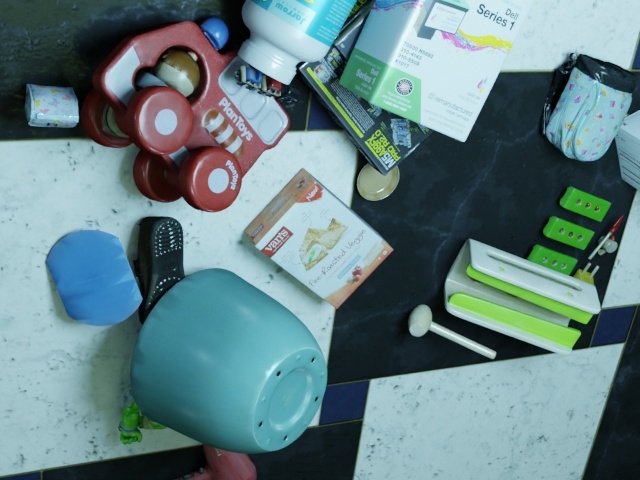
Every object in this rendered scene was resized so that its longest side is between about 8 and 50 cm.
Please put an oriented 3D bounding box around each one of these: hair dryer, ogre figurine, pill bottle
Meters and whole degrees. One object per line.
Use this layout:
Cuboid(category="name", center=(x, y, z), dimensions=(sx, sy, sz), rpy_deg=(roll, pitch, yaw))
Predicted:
Cuboid(category="hair dryer", center=(-0.235, 0.478, 1.846), dimensions=(0.223, 0.080, 0.294), rpy_deg=(8, 114, -27))
Cuboid(category="ogre figurine", center=(-0.281, 0.286, 1.706), dimensions=(0.197, 0.097, 0.118), rpy_deg=(-12, 135, -4))
Cuboid(category="pill bottle", center=(-0.022, -0.370, 1.401), dimensions=(0.146, 0.146, 0.264), rpy_deg=(23, 104, -33))

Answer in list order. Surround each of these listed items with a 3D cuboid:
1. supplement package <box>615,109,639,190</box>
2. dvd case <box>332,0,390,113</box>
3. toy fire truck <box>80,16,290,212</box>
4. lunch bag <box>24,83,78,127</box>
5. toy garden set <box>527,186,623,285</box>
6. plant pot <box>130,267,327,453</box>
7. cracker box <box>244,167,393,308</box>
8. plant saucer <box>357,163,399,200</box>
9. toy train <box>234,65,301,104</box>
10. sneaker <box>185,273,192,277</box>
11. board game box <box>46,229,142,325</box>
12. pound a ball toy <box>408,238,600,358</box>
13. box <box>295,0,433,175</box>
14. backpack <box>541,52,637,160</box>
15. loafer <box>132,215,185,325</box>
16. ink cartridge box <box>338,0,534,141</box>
Cuboid(category="supplement package", center=(0.746, -0.191, 1.823), dimensions=(0.261, 0.204, 0.145), rpy_deg=(-28, 125, -6))
Cuboid(category="dvd case", center=(0.145, -0.335, 1.507), dimensions=(0.221, 0.018, 0.164), rpy_deg=(-45, 125, -1))
Cuboid(category="toy fire truck", center=(-0.198, -0.202, 1.438), dimensions=(0.254, 0.169, 0.302), rpy_deg=(-54, 128, -21))
Cuboid(category="lunch bag", center=(-0.396, -0.194, 1.380), dimensions=(0.071, 0.083, 0.053), rpy_deg=(0, 118, -25))
Cuboid(category="toy garden set", center=(0.523, 0.018, 1.944), dimensions=(0.203, 0.049, 0.244), rpy_deg=(17, 109, -29))
Cuboid(category="plant pot", center=(-0.133, 0.221, 1.579), dimensions=(0.293, 0.235, 0.293), rpy_deg=(-28, 128, -42))
Cuboid(category="cracker box", center=(0.000, 0.000, 1.682), dimensions=(0.156, 0.067, 0.232), rpy_deg=(-47, 125, 6))
Cuboid(category="plant saucer", center=(0.102, -0.113, 1.694), dimensions=(0.083, 0.015, 0.084), rpy_deg=(-11, 121, -18))
Cuboid(category="toy train", center=(-0.079, -0.242, 1.468), dimensions=(0.158, 0.036, 0.027), rpy_deg=(11, 74, -56))
Cuboid(category="sneaker", center=(-0.246, 0.096, 1.649), dimensions=(0.083, 0.032, 0.037), rpy_deg=(-32, 131, -1))
Cuboid(category="board game box", center=(-0.372, 0.059, 1.555), dimensions=(0.133, 0.033, 0.169), rpy_deg=(-15, 106, 9))
Cuboid(category="pound a ball toy", center=(0.354, 0.126, 1.855), dimensions=(0.319, 0.136, 0.208), rpy_deg=(20, 122, -6))
Cuboid(category="box", center=(0.104, -0.273, 1.566), dimensions=(0.216, 0.060, 0.270), rpy_deg=(-43, 126, 0))
Cuboid(category="backpack", center=(0.495, -0.241, 1.737), dimensions=(0.151, 0.115, 0.182), rpy_deg=(10, 116, -31))
Cuboid(category="loafer", center=(-0.274, 0.055, 1.586), dimensions=(0.080, 0.078, 0.220), rpy_deg=(-9, 116, -40))
Cuboid(category="ink cartridge box", center=(0.185, -0.322, 1.449), dimensions=(0.201, 0.117, 0.278), rpy_deg=(17, 106, -33))
